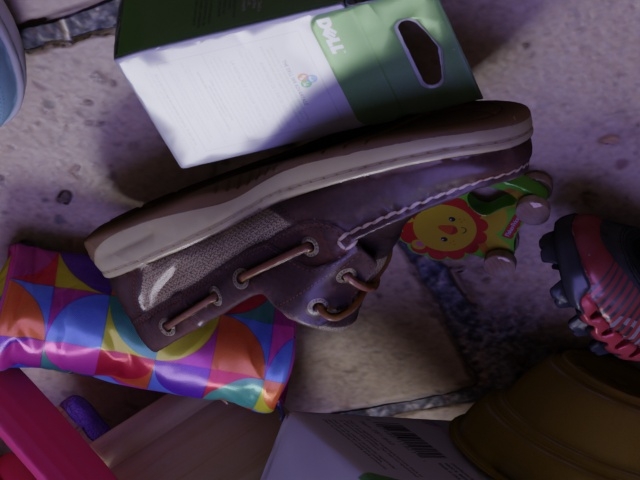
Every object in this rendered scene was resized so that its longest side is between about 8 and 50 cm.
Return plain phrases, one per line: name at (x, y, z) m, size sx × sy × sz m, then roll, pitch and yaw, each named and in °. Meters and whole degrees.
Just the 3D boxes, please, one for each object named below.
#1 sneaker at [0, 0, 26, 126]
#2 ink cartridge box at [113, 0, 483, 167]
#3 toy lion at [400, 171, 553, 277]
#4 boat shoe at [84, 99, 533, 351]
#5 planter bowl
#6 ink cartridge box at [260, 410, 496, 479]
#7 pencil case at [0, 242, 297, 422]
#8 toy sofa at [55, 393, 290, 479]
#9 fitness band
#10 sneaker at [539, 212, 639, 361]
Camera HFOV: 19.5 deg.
sneaker at (-0.297, -0.115, 1.086) m, size 0.127 × 0.208 × 0.319 m, roll -21°, pitch 135°, yaw 24°
ink cartridge box at (-0.013, -0.121, 1.173) m, size 0.209 × 0.062 × 0.109 m, roll -12°, pitch 138°, yaw 16°
toy lion at (0.104, -0.018, 1.318) m, size 0.096 × 0.034 × 0.100 m, roll 19°, pitch 138°, yaw -7°
boat shoe at (0.000, 0.000, 1.238) m, size 0.342 × 0.123 × 0.123 m, roll -18°, pitch 97°, yaw 28°
planter bowl at (0.214, 0.143, 1.419) m, size 0.217 × 0.217 × 0.090 m, roll 17°, pitch 102°, yaw -16°
ink cartridge box at (0.116, 0.227, 1.394) m, size 0.278 × 0.201 × 0.117 m, roll 8°, pitch 109°, yaw -41°
pencil case at (-0.128, 0.069, 1.384) m, size 0.236 × 0.104 × 0.104 m, roll 13°, pitch 139°, yaw -9°
toy sofa at (-0.109, 0.249, 1.564) m, size 0.150 × 0.177 × 0.362 m, roll -31°, pitch 147°, yaw -24°
fitness band at (-0.218, 0.194, 1.443) m, size 0.291 × 0.054 × 0.209 m, roll 44°, pitch 154°, yaw 19°
sneaker at (0.273, 0.045, 1.329) m, size 0.135 × 0.098 × 0.276 m, roll -30°, pitch 132°, yaw 33°
